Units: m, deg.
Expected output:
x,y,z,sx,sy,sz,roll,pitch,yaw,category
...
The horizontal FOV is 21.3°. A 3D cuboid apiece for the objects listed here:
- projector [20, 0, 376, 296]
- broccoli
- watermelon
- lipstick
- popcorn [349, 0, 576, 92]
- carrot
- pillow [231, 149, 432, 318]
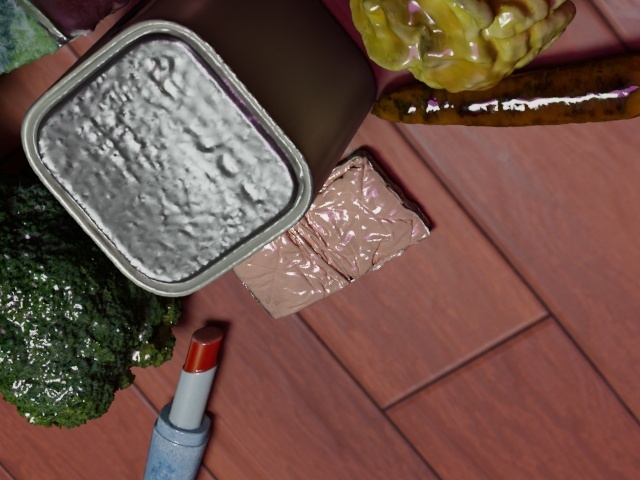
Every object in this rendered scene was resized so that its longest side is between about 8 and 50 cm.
x,y,z,sx,sy,sz,roll,pitch,yaw,category
-0.118,-0.128,1.722,0.248,0.249,0.248,-33,104,30,projector
-0.328,0.076,1.918,0.321,0.304,0.283,41,153,-3,broccoli
-0.286,-0.263,1.747,0.193,0.310,0.232,39,85,-4,watermelon
-0.162,0.214,2.035,0.068,0.061,0.274,22,123,9,lipstick
0.132,-0.236,1.597,0.235,0.217,0.181,-19,110,44,popcorn
0.196,-0.145,1.718,0.314,0.066,0.066,-3,116,21,carrot
0.000,0.000,1.878,0.232,0.043,0.126,-30,110,27,pillow
